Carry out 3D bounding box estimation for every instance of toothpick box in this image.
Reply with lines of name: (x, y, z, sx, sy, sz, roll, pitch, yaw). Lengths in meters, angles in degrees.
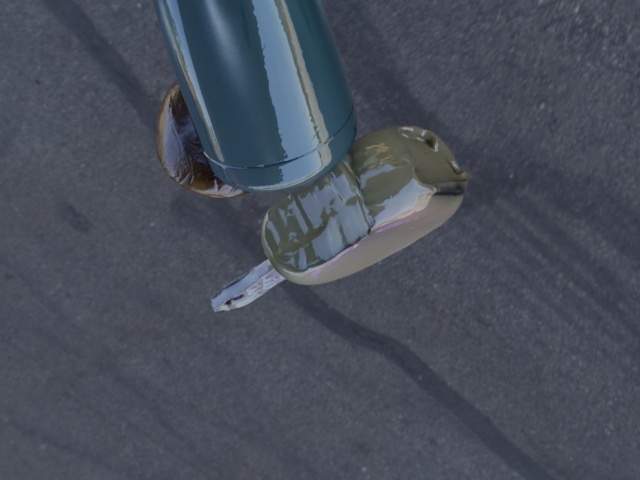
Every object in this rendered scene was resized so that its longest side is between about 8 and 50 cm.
toothpick box: (-0.048, -0.136, 0.563, 0.120, 0.120, 0.184, 4, 135, 23)

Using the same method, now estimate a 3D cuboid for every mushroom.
mushroom: (-0.084, -0.097, 0.682, 0.123, 0.123, 0.052, 29, 169, 7)

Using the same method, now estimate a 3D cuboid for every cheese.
cheese: (0.000, 0.000, 0.734, 0.286, 0.163, 0.082, -35, 71, 30)
